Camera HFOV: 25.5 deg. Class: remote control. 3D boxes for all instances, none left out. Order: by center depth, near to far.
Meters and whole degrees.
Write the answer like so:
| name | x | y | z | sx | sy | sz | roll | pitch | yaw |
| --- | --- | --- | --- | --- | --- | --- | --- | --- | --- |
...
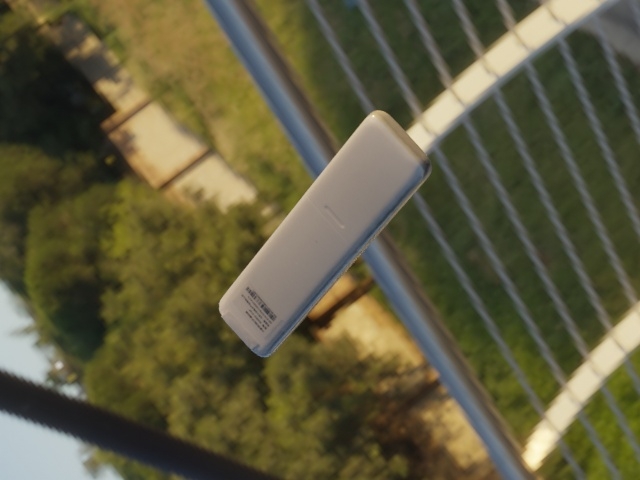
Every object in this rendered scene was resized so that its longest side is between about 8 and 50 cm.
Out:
| name | x | y | z | sx | sy | sz | roll | pitch | yaw |
| --- | --- | --- | --- | --- | --- | --- | --- | --- | --- |
| remote control | 0.000 | 0.000 | 1.143 | 0.067 | 0.029 | 0.261 | 48 | 128 | 11 |
